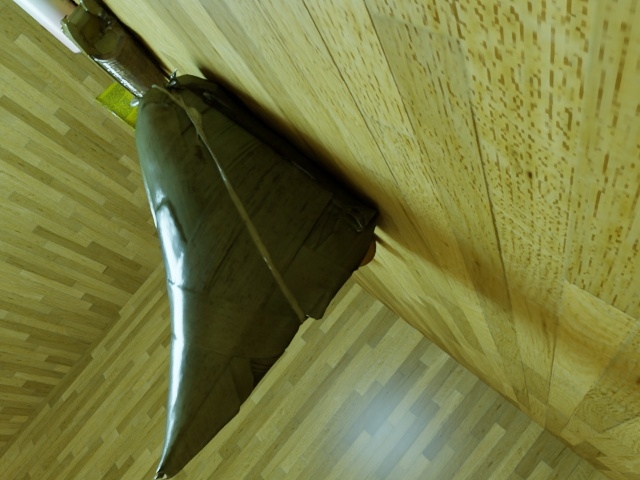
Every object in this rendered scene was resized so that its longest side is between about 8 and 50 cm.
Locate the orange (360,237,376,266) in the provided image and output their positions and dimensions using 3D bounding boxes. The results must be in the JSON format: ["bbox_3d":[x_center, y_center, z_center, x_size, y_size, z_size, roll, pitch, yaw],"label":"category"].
[{"bbox_3d":[0.072,0.011,0.900,0.085,0.085,0.085,39,176,3],"label":"orange"}]

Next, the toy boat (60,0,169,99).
[{"bbox_3d":[-0.380,-0.348,0.900,0.115,0.089,0.310,35,174,21],"label":"toy boat"}]

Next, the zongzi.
[{"bbox_3d":[-0.224,-0.009,0.667,0.500,0.467,0.218,40,155,6],"label":"zongzi"}]

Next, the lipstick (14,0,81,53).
[{"bbox_3d":[-0.637,-0.553,0.978,0.087,0.087,0.327,36,175,40],"label":"lipstick"}]

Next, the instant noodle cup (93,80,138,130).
[{"bbox_3d":[-0.630,-0.464,1.527,0.182,0.144,0.182,38,176,3],"label":"instant noodle cup"}]
